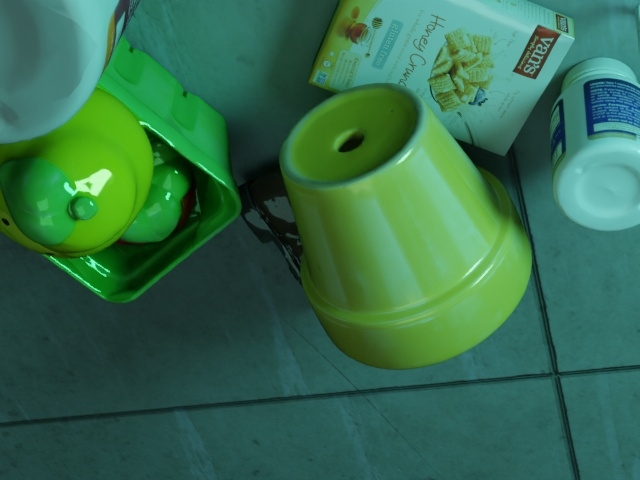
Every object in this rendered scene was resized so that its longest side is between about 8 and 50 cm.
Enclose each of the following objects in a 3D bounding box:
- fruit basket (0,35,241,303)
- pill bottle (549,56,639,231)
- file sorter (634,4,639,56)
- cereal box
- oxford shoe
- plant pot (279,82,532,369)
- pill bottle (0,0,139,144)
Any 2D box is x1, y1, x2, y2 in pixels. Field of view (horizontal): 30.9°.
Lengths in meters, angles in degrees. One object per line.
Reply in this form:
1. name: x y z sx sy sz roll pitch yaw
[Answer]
1. fruit basket: -0.275 -0.079 1.210 0.392 0.392 0.283 39 125 -22
2. pill bottle: 0.295 -0.107 1.205 0.112 0.186 0.112 5 131 6
3. file sorter: 0.456 -0.210 1.091 0.173 0.192 0.278 40 125 -20
4. cereal box: 0.127 -0.202 1.244 0.240 0.047 0.173 19 132 -7
5. oxford shoe: 0.000 0.000 1.418 0.096 0.082 0.227 -30 123 20
6. plant pot: 0.075 -0.030 1.251 0.254 0.254 0.239 -13 132 20
7. pill bottle: -0.249 -0.280 1.014 0.224 0.392 0.224 5 130 6
